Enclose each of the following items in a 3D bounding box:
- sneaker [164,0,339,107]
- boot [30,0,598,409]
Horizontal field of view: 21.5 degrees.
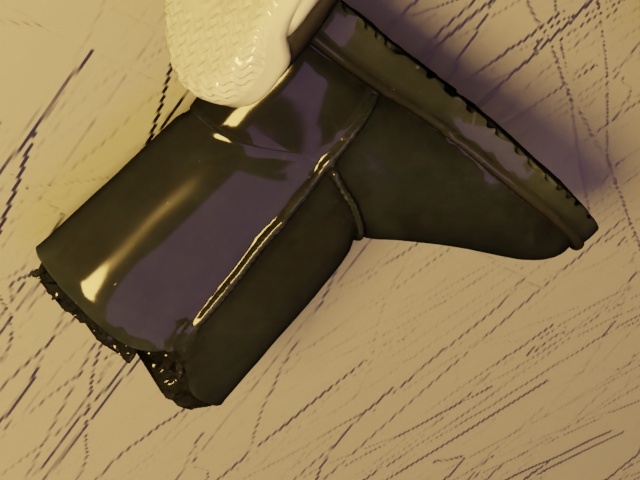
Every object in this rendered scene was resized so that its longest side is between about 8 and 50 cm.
[{"bbox_3d":[0.047,-0.163,0.731,0.153,0.101,0.268,22,97,-42],"label":"sneaker"},{"bbox_3d":[0.000,0.000,0.859,0.246,0.094,0.207,33,101,-36],"label":"boot"}]
